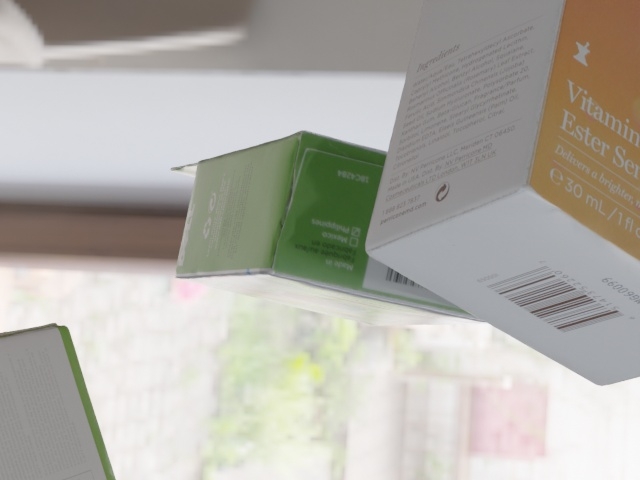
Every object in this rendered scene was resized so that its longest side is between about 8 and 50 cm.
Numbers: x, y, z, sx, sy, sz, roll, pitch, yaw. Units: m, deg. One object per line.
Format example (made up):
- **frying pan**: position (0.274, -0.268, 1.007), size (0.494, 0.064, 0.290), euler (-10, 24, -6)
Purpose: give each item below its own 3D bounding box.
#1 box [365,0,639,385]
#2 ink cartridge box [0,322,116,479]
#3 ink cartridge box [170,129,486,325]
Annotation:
- **box**: position (0.108, -0.051, 0.709), size (0.130, 0.091, 0.170), euler (29, 60, -28)
- **ink cartridge box**: position (-0.220, 0.160, 1.088), size (0.255, 0.097, 0.189), euler (-8, 79, -70)
- **ink cartridge box**: position (0.000, 0.000, 0.848), size (0.209, 0.109, 0.062), euler (174, -72, -70)
